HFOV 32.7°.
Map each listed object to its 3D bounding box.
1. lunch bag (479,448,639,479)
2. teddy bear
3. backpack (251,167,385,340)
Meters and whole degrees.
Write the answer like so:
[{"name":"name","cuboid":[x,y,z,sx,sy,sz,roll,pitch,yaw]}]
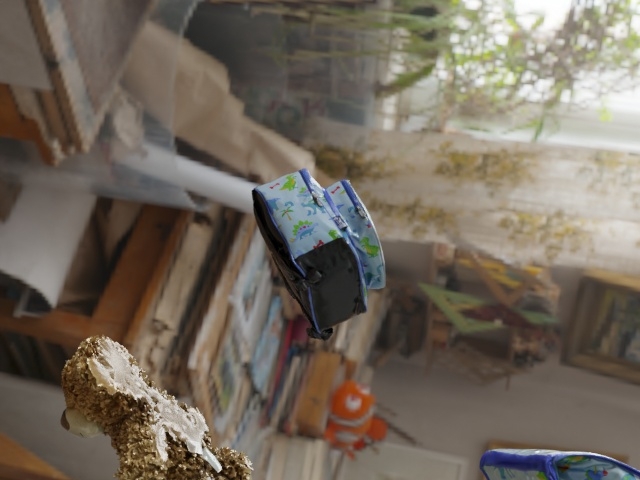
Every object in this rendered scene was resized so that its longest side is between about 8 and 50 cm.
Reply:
[{"name":"lunch bag","cuboid":[0.232,0.237,0.993,0.096,0.151,0.129,-58,-169,-19]},{"name":"teddy bear","cuboid":[-0.211,0.273,1.411,0.338,0.113,0.245,41,18,-31]},{"name":"backpack","cuboid":[0.000,0.000,0.870,0.114,0.084,0.105,58,-10,36]}]
